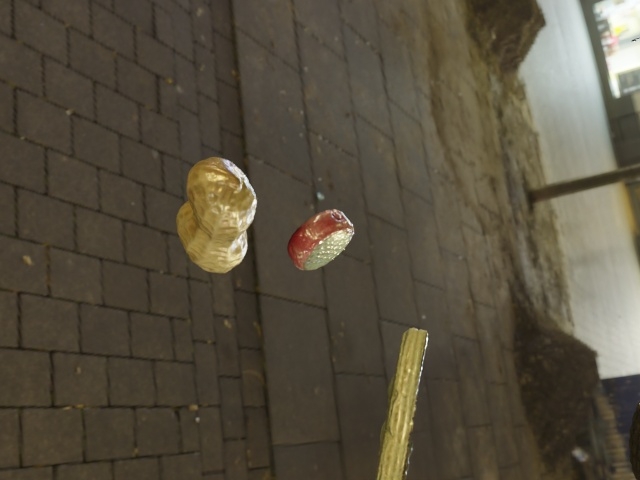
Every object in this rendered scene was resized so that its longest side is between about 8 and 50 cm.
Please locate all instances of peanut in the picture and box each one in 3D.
[{"bbox_3d":[-0.184,-0.044,1.429,0.298,0.136,0.120,113,-9,-59],"label":"peanut"}]

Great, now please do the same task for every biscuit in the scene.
[{"bbox_3d":[0.126,0.267,1.288,0.150,0.052,0.252,69,33,-79],"label":"biscuit"}]

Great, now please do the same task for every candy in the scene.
[{"bbox_3d":[0.000,0.000,1.181,0.043,0.103,0.103,52,18,22],"label":"candy"}]

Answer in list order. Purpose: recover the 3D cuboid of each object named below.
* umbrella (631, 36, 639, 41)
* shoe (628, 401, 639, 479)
[{"bbox_3d":[0.696,-0.426,1.663,0.022,0.122,0.013,-9,82,-80],"label":"umbrella"},{"bbox_3d":[0.692,0.310,1.485,0.132,0.171,0.336,-155,-95,-86],"label":"shoe"}]
